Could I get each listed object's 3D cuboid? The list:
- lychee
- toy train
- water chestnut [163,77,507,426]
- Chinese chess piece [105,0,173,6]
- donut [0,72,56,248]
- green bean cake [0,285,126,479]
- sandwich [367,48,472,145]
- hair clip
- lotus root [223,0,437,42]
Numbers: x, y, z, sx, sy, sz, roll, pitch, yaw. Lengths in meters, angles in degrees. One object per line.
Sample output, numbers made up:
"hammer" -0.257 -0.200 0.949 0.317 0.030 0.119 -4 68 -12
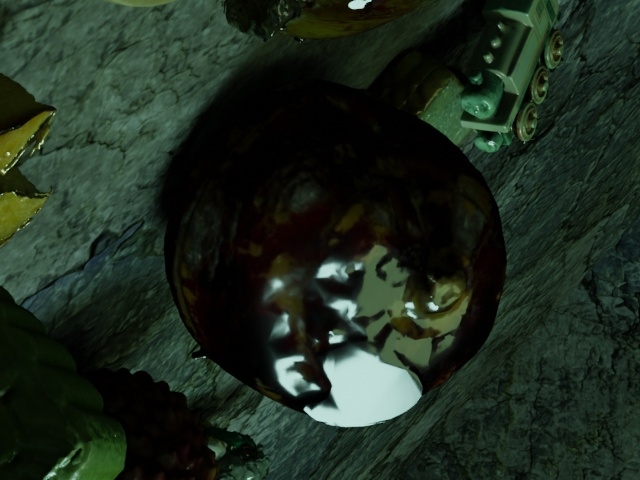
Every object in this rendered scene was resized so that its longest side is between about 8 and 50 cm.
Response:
"lychee" -0.228 0.286 1.616 0.306 0.306 0.330 77 33 -69
"toy train" 0.209 -0.197 1.810 0.194 0.081 0.125 -66 146 -24
"water chestnut" 0.000 0.000 1.609 0.335 0.347 0.335 -8 114 -19
"Chinese chess piece" -0.092 -0.267 1.047 0.251 0.097 0.251 -40 161 -17
"donut" -0.267 -0.043 1.185 0.146 0.078 0.181 -37 167 -24
"green bean cake" -0.308 0.166 1.308 0.248 0.222 0.125 -44 164 3
"sandwich" 0.098 -0.123 1.852 0.186 0.065 0.215 -49 163 8
"hair clip" -0.187 0.277 2.018 0.321 0.138 0.091 -17 117 -55
"lotus root" 0.076 -0.279 1.259 0.397 0.179 0.196 -39 176 -28
